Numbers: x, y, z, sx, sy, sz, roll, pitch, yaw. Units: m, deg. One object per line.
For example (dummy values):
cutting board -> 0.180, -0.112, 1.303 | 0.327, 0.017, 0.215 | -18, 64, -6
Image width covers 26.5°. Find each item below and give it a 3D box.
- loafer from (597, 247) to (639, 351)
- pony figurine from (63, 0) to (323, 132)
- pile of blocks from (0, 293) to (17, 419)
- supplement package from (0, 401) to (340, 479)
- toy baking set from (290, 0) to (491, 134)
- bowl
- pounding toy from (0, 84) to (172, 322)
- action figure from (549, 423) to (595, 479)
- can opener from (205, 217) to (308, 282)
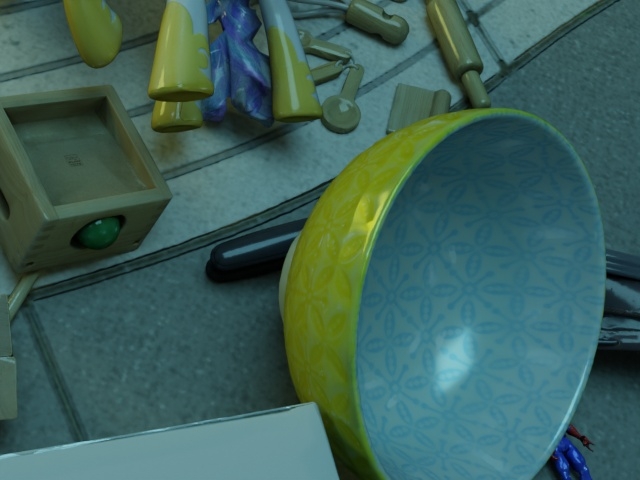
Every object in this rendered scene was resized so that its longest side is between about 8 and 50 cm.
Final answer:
loafer -> 0.304, 0.082, 1.099 | 0.303, 0.109, 0.095 | 15, 74, 0
pony figurine -> -0.089, -0.273, 1.081 | 0.351, 0.303, 0.363 | 1, 81, -64
pile of blocks -> -0.347, 0.003, 0.919 | 0.149, 0.112, 0.362 | -43, 94, -14
supplement package -> -0.111, 0.236, 0.828 | 0.262, 0.145, 0.204 | -7, 60, -21
toy baking set -> 0.044, -0.193, 1.226 | 0.197, 0.030, 0.256 | -3, 59, -19
bowl -> 0.064, 0.042, 0.979 | 0.156, 0.289, 0.289 | 12, 41, 43
pounding toy -> -0.198, -0.026, 1.014 | 0.130, 0.100, 0.141 | -13, 64, -40
action figure -> 0.186, 0.161, 1.042 | 0.038, 0.030, 0.115 | -19, 63, -21
can opener -> 0.000, 0.000, 1.069 | 0.186, 0.059, 0.073 | -8, 61, -22
